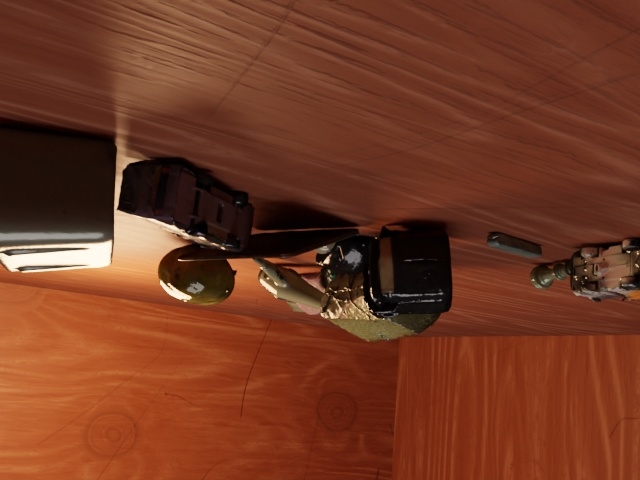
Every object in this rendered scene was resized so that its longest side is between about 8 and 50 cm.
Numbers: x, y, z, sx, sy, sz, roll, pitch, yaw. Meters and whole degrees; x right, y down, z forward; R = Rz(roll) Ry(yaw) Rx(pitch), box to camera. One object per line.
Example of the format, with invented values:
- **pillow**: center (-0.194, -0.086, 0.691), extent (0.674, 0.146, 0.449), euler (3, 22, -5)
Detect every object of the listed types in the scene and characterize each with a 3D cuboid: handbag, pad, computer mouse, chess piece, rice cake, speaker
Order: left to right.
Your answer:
- **speaker**: center (-0.428, -0.050, 1.406), extent (0.184, 0.183, 0.406), euler (1, 171, -14)
- **pad**: center (-0.102, 0.008, 1.744), extent (0.284, 0.018, 0.286), euler (-2, -172, 32)
- **computer mouse**: center (0.063, 0.041, 1.977), extent (0.122, 0.073, 0.217), euler (6, 171, -11)
- **handbag**: center (0.177, 0.065, 1.781), extent (0.181, 0.181, 0.254), euler (-4, 168, 6)
- **rice cake**: center (0.403, 0.011, 1.797), extent (0.171, 0.029, 0.033), euler (12, 161, -43)
- **chess piece**: center (0.556, 0.073, 2.020), extent (0.059, 0.059, 0.149), euler (9, 162, -24)

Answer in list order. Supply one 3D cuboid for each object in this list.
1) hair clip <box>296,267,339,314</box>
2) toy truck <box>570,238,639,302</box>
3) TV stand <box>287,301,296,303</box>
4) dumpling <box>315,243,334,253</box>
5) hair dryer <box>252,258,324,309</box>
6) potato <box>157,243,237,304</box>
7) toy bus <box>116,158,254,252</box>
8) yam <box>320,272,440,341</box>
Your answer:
- **hair clip**: center (-0.009, 0.141, 2.474), extent (0.110, 0.095, 0.359), euler (39, 151, -13)
- **toy truck**: center (0.637, 0.058, 1.739), extent (0.135, 0.114, 0.270), euler (16, 163, -30)
- **TV stand**: center (-0.050, 0.178, 2.769), extent (0.088, 0.082, 0.269), euler (6, 171, 3)
- **dumpling**: center (-0.001, 0.001, 1.883), extent (0.059, 0.043, 0.077), euler (34, 160, -25)
- **hair dryer**: center (-0.070, 0.118, 2.307), extent (0.229, 0.092, 0.267), euler (27, 170, 7)
- **potato**: center (-0.305, 0.086, 2.174), extent (0.197, 0.148, 0.228), euler (13, 175, 32)
- **toy bus**: center (-0.223, -0.051, 1.504), extent (0.138, 0.112, 0.317), euler (6, 170, 17)
- **yam**: center (0.160, 0.137, 2.131), extent (0.202, 0.201, 0.271), euler (31, 164, -21)
